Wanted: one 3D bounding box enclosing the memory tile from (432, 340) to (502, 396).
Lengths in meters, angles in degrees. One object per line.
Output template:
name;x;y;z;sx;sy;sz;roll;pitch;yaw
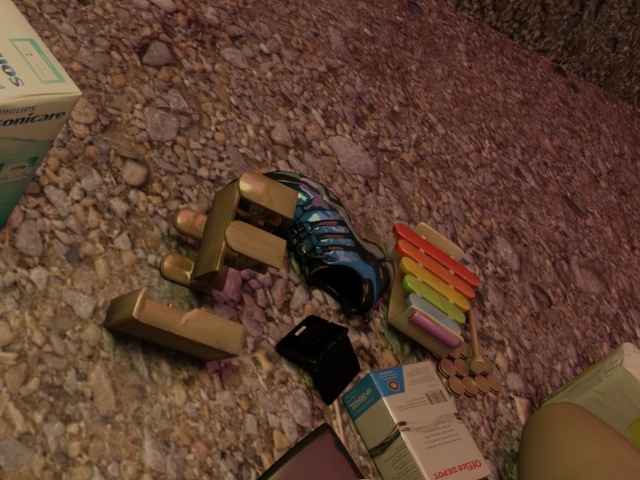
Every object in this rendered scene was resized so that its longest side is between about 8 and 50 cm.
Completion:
memory tile;0.267;0.234;1.566;0.148;0.012;0.113;6;49;-42

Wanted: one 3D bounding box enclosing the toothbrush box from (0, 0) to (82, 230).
toothbrush box;-0.447;-0.147;1.019;0.216;0.295;0.126;51;36;12

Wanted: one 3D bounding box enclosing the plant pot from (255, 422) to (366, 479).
plant pot;-0.039;0.359;1.001;0.167;0.188;0.187;-20;68;-38

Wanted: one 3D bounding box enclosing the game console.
game console;-0.002;0.186;1.352;0.107;0.071;0.122;20;28;20

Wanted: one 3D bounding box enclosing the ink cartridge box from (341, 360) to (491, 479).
ink cartridge box;0.147;0.298;1.313;0.148;0.086;0.203;0;54;-44

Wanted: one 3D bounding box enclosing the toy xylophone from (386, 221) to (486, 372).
toy xylophone;0.221;0.105;1.577;0.236;0.081;0.322;30;30;-18

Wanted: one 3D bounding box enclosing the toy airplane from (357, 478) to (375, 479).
toy airplane;-0.052;0.402;0.725;0.385;0.273;0.385;15;70;-41

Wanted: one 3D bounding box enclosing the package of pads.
package of pads;0.587;0.349;1.569;0.297;0.229;0.101;40;35;-4

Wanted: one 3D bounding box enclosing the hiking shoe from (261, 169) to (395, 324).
hiking shoe;0.000;0.000;1.462;0.304;0.113;0.132;40;34;-3

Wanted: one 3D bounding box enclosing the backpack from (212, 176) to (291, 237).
backpack;-0.115;-0.041;1.406;0.114;0.105;0.084;51;13;13

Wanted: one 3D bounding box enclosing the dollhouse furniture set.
dollhouse furniture set;-0.174;0.026;1.185;0.161;0.212;0.242;24;66;-28

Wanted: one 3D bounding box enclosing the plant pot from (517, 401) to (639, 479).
plant pot;0.422;0.392;1.379;0.257;0.256;0.274;30;21;-18
